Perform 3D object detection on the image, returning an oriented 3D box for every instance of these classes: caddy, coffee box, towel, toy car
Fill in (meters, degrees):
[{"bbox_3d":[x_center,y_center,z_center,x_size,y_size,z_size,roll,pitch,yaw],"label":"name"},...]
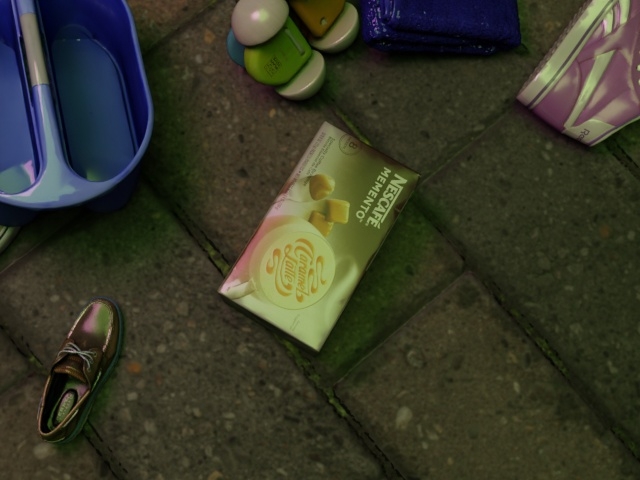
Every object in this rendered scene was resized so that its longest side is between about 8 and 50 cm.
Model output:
[{"bbox_3d":[-0.330,-0.179,0.977,0.241,0.179,0.341,-10,72,-18],"label":"caddy"},{"bbox_3d":[0.000,0.000,1.018,0.141,0.098,0.246,31,79,5],"label":"coffee box"},{"bbox_3d":[0.150,-0.401,1.103,0.228,0.076,0.308,-2,78,-14],"label":"towel"},{"bbox_3d":[-0.050,-0.283,1.069,0.136,0.159,0.182,25,76,39],"label":"toy car"}]

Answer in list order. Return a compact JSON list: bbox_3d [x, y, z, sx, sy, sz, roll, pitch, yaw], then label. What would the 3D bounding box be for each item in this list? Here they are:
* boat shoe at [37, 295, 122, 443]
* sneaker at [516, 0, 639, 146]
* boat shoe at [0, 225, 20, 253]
[{"bbox_3d":[-0.286,0.153,0.992,0.066,0.066,0.183,15,78,1],"label":"boat shoe"},{"bbox_3d":[0.400,-0.250,1.092,0.161,0.102,0.282,36,90,2],"label":"sneaker"},{"bbox_3d":[-0.508,0.018,1.000,0.302,0.094,0.109,-29,80,-8],"label":"boat shoe"}]
